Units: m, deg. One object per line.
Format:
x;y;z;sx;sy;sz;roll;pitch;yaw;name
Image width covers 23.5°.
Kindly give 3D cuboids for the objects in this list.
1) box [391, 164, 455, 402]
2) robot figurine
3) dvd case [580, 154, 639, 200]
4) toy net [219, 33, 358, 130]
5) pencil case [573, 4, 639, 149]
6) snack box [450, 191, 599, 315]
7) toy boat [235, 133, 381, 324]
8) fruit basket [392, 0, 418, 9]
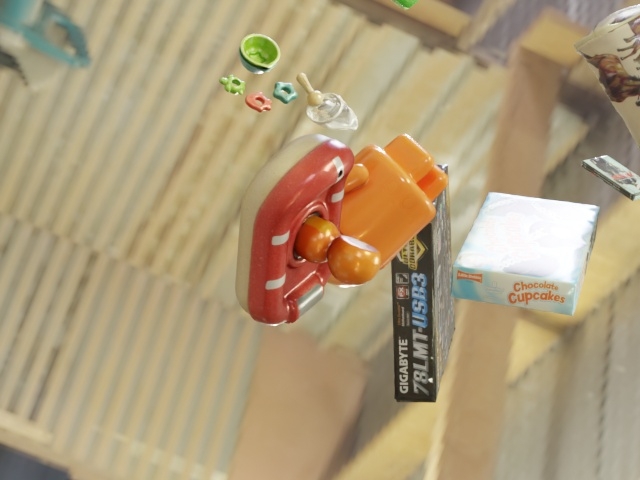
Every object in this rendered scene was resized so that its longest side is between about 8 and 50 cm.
0.160;0.060;2.382;0.293;0.073;0.296;-66;155;-68;box
0.053;-0.032;1.911;0.219;0.128;0.158;-44;175;1;robot figurine
0.525;-0.110;2.695;0.087;0.119;0.013;-13;134;-48;dvd case
-0.041;-0.240;2.490;0.122;0.232;0.045;-62;-179;-42;toy net
0.568;-0.184;2.396;0.160;0.410;0.183;-32;-177;39;pencil case
0.325;0.015;2.403;0.322;0.187;0.060;-55;150;-63;snack box
0.000;0.000;1.704;0.151;0.151;0.231;-39;145;-44;toy boat
0.119;-0.494;1.827;0.283;0.392;0.392;49;-55;33;fruit basket
